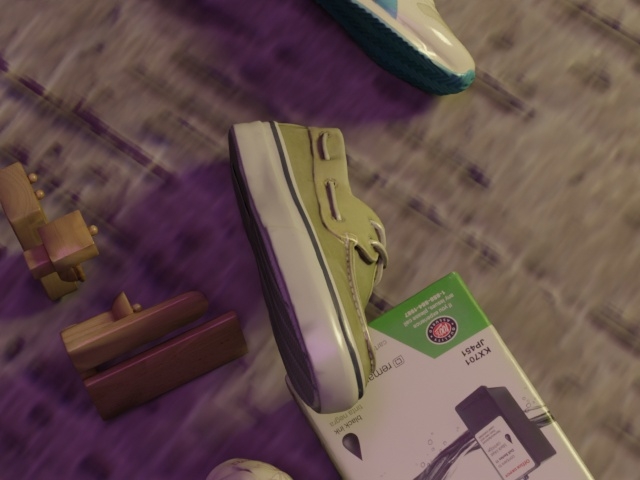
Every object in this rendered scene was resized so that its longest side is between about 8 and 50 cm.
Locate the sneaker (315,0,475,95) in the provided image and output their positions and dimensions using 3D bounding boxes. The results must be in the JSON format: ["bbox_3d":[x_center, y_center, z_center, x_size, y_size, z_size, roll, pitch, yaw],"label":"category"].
[{"bbox_3d":[0.048,-0.211,1.218,0.092,0.087,0.229,-41,76,-11],"label":"sneaker"}]

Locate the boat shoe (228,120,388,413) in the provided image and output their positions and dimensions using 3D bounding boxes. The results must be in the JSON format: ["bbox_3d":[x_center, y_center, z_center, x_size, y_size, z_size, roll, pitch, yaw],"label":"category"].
[{"bbox_3d":[0.000,0.000,1.091,0.094,0.109,0.302,-11,40,-7],"label":"boat shoe"}]

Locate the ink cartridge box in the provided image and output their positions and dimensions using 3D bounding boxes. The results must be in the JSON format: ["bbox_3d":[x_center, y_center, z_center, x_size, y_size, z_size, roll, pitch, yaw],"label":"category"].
[{"bbox_3d":[0.092,0.153,1.096,0.153,0.087,0.208,-32,73,-5],"label":"ink cartridge box"}]

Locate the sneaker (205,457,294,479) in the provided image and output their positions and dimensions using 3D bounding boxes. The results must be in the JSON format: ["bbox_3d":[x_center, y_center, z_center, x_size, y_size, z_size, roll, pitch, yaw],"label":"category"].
[{"bbox_3d":[-0.023,0.207,1.025,0.305,0.114,0.152,-18,58,33],"label":"sneaker"}]

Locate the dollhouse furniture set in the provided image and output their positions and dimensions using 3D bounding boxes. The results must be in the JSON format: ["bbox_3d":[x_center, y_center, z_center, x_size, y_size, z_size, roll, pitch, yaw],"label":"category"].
[{"bbox_3d":[-0.150,0.019,1.145,0.123,0.144,0.151,-25,57,-8],"label":"dollhouse furniture set"}]
